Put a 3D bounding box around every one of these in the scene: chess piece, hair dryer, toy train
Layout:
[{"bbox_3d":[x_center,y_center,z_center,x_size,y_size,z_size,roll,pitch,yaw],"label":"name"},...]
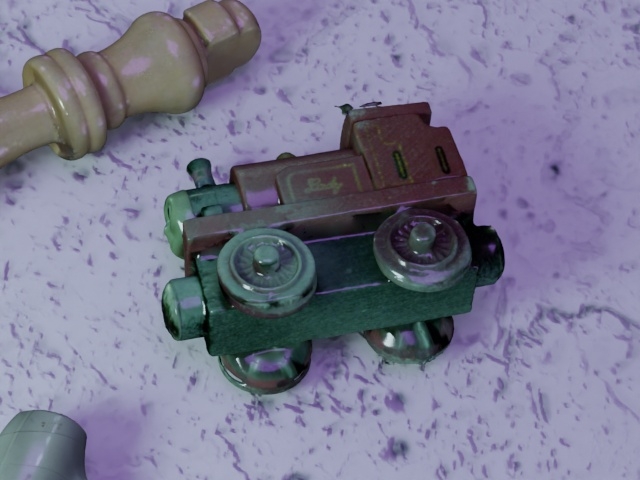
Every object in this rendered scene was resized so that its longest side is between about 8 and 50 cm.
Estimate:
[{"bbox_3d":[-0.227,-0.124,1.623,0.397,0.117,0.117,-25,67,-23],"label":"chess piece"},{"bbox_3d":[-0.180,0.268,1.441,0.237,0.075,0.206,24,66,-5],"label":"hair dryer"},{"bbox_3d":[0.000,0.000,1.577,0.304,0.150,0.221,-9,52,-13],"label":"toy train"}]
